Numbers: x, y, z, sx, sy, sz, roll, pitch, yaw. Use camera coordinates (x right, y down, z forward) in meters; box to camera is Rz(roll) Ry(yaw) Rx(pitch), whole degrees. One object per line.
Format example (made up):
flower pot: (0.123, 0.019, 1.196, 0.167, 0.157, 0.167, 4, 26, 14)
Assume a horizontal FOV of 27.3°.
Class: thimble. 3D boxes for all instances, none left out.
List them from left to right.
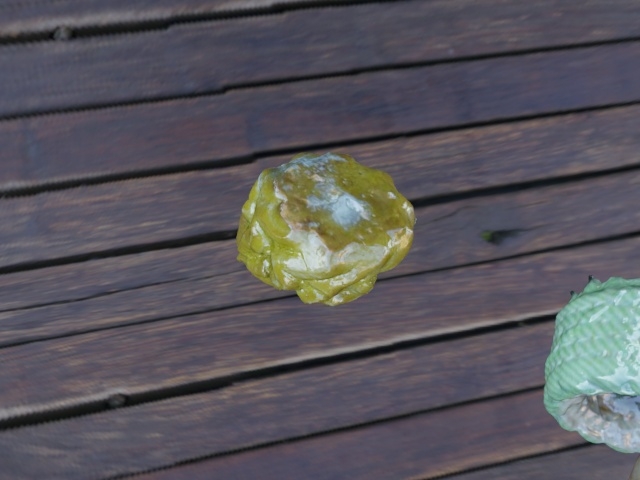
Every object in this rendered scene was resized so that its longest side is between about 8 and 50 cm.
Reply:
thimble: (0.361, 0.140, 1.455, 0.219, 0.219, 0.150, 24, 63, -15)

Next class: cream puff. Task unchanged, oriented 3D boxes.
cream puff: (0.000, 0.000, 1.123, 0.146, 0.116, 0.146, 10, 47, -11)

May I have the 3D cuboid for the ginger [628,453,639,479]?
ginger: (0.259, 0.190, 0.737, 0.304, 0.155, 0.245, -30, 99, -43)
